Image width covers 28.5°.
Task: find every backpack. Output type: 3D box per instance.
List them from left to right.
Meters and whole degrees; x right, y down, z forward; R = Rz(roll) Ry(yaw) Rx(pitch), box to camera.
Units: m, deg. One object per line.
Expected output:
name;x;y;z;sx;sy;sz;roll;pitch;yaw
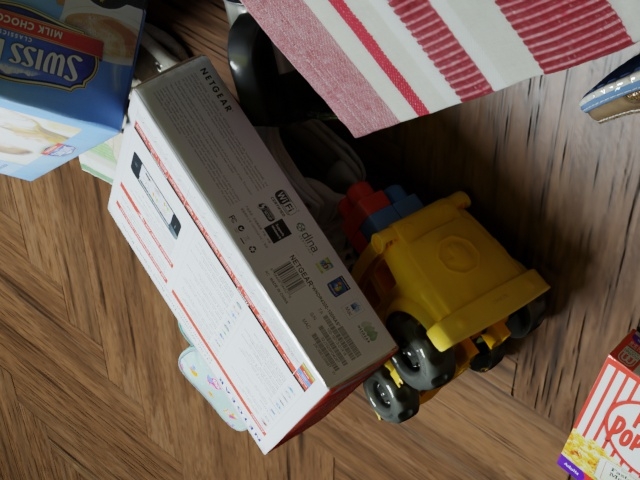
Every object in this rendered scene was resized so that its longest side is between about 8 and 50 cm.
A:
backpack;-0.091;0.131;1.534;0.188;0.144;0.166;54;153;3

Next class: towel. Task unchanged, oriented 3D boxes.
towel;-0.279;-0.138;1.621;0.113;0.023;0.152;26;137;32
towel;0.080;-0.209;0.972;0.329;0.037;0.237;-14;128;43

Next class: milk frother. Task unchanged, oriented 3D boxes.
milk frother;-0.014;-0.178;1.193;0.143;0.129;0.135;-8;125;6

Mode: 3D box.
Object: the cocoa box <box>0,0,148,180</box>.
cocoa box;-0.342;-0.215;1.316;0.231;0.228;0.347;15;168;-25

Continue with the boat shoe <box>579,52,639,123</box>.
boat shoe;0.266;-0.111;0.914;0.066;0.066;0.183;56;148;-8

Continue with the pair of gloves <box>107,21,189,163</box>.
pair of gloves;-0.206;-0.147;1.479;0.204;0.042;0.240;48;143;6

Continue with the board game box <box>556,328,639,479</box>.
board game box;0.312;0.191;1.171;0.146;0.045;0.194;37;145;23

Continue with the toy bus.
toy bus;0.087;0.047;1.233;0.211;0.149;0.220;54;151;15

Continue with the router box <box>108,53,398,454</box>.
router box;-0.085;0.028;1.266;0.335;0.082;0.301;57;158;9

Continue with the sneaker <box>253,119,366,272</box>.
sneaker;0.000;0.000;1.320;0.293;0.108;0.169;58;151;-7
